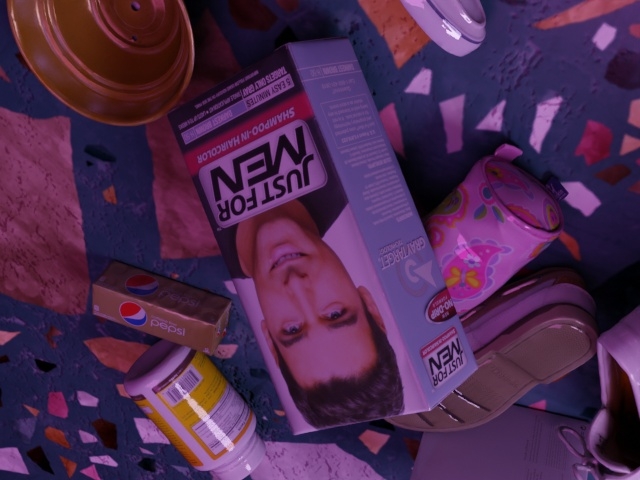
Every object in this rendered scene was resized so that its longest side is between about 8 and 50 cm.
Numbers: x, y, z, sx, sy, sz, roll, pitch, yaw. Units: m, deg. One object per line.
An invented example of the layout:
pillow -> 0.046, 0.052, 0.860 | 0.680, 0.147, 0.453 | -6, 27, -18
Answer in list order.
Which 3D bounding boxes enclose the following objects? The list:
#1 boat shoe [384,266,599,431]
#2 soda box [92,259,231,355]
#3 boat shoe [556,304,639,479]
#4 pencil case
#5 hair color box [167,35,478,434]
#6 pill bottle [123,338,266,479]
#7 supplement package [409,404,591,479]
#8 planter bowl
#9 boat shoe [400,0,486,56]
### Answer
boat shoe -> 0.193, 0.134, 1.012 | 0.302, 0.103, 0.113 | -32, 118, 34
soda box -> -0.216, 0.091, 1.165 | 0.181, 0.061, 0.058 | 17, 127, 9
boat shoe -> 0.337, 0.220, 0.936 | 0.156, 0.136, 0.367 | -24, 135, -10
pencil case -> 0.139, 0.023, 0.953 | 0.124, 0.124, 0.284 | 38, 127, -7
hair color box -> 0.000, 0.000, 0.897 | 0.185, 0.113, 0.375 | -21, 92, 38
pill bottle -> -0.172, 0.244, 1.219 | 0.117, 0.117, 0.215 | -24, 111, 32
supplement package -> 0.219, 0.322, 1.072 | 0.203, 0.194, 0.149 | 11, 126, 14
planter bowl -> -0.217, -0.241, 0.920 | 0.217, 0.090, 0.217 | 11, 126, 15
boat shoe -> 0.092, -0.288, 0.766 | 0.084, 0.095, 0.258 | -22, 114, 36
